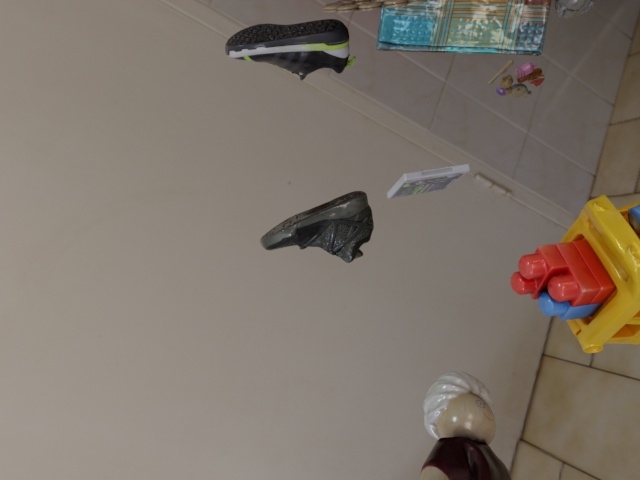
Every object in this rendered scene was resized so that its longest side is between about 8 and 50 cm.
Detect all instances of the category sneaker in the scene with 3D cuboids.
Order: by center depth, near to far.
[{"bbox_3d":[-0.056,-0.329,0.845,0.097,0.234,0.084,80,-165,-47],"label":"sneaker"},{"bbox_3d":[0.000,0.000,0.921,0.227,0.130,0.087,-20,16,2],"label":"sneaker"}]

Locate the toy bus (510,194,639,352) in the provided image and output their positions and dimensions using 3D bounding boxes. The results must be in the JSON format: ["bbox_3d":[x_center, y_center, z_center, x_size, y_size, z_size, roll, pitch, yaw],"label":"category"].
[{"bbox_3d":[0.310,0.014,0.462,0.220,0.211,0.150,92,172,-51],"label":"toy bus"}]

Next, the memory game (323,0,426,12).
[{"bbox_3d":[0.095,-0.396,0.777,0.186,0.186,0.012,-107,8,-60],"label":"memory game"}]

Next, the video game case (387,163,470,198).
[{"bbox_3d":[0.284,-0.156,1.262,0.190,0.173,0.022,120,140,-80],"label":"video game case"}]

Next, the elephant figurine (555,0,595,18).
[{"bbox_3d":[0.175,-0.300,0.438,0.186,0.239,0.170,163,95,-75],"label":"elephant figurine"}]

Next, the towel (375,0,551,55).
[{"bbox_3d":[0.320,-0.557,1.044,0.040,0.370,0.272,-23,-60,-73],"label":"towel"}]

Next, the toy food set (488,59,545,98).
[{"bbox_3d":[0.363,-0.286,0.843,0.078,0.122,0.019,-46,54,48],"label":"toy food set"}]

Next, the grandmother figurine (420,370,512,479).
[{"bbox_3d":[0.173,0.282,0.476,0.104,0.208,0.342,-29,29,19],"label":"grandmother figurine"}]
